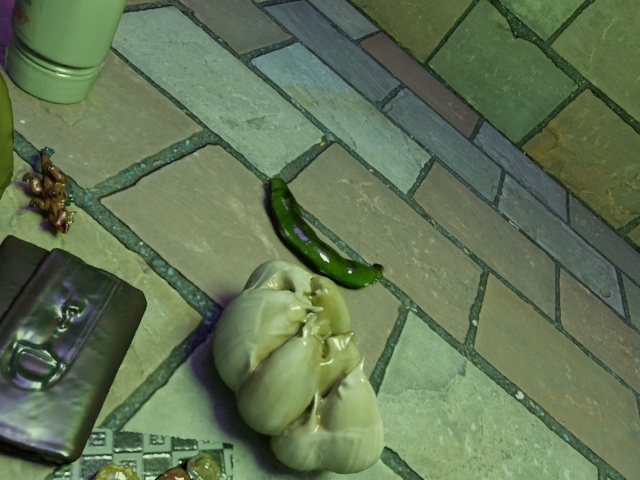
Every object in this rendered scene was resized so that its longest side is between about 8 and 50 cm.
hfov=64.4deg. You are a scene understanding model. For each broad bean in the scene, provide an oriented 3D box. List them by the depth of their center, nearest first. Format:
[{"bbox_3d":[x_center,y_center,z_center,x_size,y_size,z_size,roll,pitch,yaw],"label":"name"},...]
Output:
[{"bbox_3d":[0.000,0.000,0.944,0.292,0.049,0.144,39,30,-7],"label":"broad bean"}]

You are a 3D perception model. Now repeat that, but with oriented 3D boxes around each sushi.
[{"bbox_3d":[-0.176,0.262,0.526,0.201,0.031,0.139,19,42,-27],"label":"sushi"}]

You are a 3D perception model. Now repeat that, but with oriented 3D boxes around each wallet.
[{"bbox_3d":[-0.305,0.111,0.552,0.182,0.049,0.229,28,40,-19],"label":"wallet"}]

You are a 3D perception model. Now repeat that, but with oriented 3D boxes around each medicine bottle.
[{"bbox_3d":[-0.385,-0.343,0.776,0.145,0.252,0.144,24,37,-19],"label":"medicine bottle"}]

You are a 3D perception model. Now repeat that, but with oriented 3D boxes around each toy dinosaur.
[{"bbox_3d":[-0.360,-0.072,0.684,0.154,0.049,0.055,64,8,28],"label":"toy dinosaur"}]

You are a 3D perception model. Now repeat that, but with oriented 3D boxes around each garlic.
[{"bbox_3d":[-0.037,0.147,0.635,0.185,0.203,0.280,-1,55,-19],"label":"garlic"}]

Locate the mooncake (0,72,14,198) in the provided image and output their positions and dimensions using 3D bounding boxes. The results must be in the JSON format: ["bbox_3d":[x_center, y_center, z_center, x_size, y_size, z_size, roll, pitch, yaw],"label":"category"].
[{"bbox_3d":[-0.464,-0.097,0.381,0.246,0.393,0.394,51,-3,8],"label":"mooncake"}]
